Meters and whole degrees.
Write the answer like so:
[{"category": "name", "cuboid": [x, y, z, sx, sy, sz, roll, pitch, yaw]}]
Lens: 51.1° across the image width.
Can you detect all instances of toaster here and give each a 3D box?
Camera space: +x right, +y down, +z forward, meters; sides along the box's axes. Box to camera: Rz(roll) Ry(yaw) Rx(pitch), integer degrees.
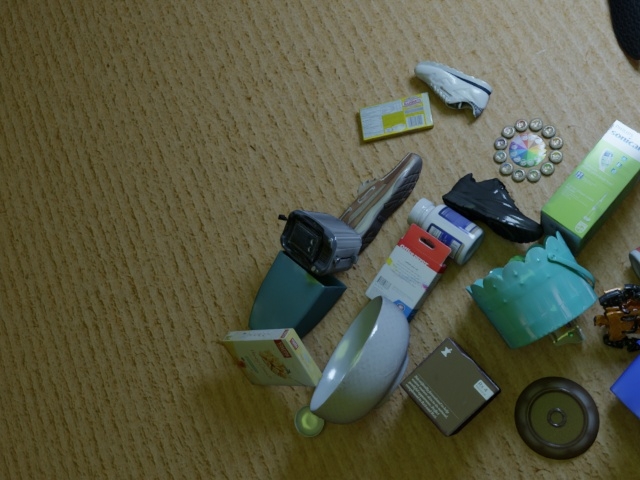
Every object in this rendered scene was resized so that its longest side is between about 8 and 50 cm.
[{"category": "toaster", "cuboid": [0.000, 0.000, 1.780, 0.227, 0.146, 0.129, 36, 112, 37]}]

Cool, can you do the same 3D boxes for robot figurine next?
[{"category": "robot figurine", "cuboid": [0.790, 0.165, 1.563, 0.290, 0.211, 0.085, -8, 36, 18]}]

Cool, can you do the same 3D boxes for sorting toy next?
[{"category": "sorting toy", "cuboid": [0.602, 0.225, 1.664, 0.075, 0.045, 0.083, -36, 96, 19]}]

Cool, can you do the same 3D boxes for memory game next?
[{"category": "memory game", "cuboid": [0.561, -0.246, 1.808, 0.186, 0.012, 0.186, -4, 76, 17]}]

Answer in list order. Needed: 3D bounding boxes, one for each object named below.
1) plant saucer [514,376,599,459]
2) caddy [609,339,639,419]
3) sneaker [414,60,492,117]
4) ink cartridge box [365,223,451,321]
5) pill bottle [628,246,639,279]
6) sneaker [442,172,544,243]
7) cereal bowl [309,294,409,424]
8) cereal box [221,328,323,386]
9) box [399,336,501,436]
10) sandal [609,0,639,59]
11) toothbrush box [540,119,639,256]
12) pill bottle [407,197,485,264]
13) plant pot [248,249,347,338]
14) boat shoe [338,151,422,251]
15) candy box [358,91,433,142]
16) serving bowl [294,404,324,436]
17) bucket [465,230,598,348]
[{"category": "plant saucer", "cuboid": [0.574, 0.431, 1.629, 0.198, 0.036, 0.199, -4, 77, 17]}, {"category": "caddy", "cuboid": [0.803, 0.370, 1.464, 0.179, 0.241, 0.341, -46, 66, 9]}, {"category": "sneaker", "cuboid": [0.359, -0.428, 1.879, 0.235, 0.090, 0.095, 28, 96, 22]}, {"category": "ink cartridge box", "cuboid": [0.239, 0.087, 1.772, 0.134, 0.078, 0.231, 37, 99, 21]}, {"category": "pill bottle", "cuboid": [0.854, 0.032, 1.600, 0.193, 0.108, 0.108, -27, 71, 9]}, {"category": "sneaker", "cuboid": [0.457, -0.094, 1.738, 0.286, 0.109, 0.130, 32, 79, 33]}, {"category": "cereal bowl", "cuboid": [0.118, 0.312, 1.658, 0.141, 0.339, 0.339, 32, 88, -2]}, {"category": "cereal box", "cuboid": [-0.129, 0.311, 1.767, 0.240, 0.173, 0.047, -9, 32, 40]}, {"category": "box", "cuboid": [0.322, 0.359, 1.634, 0.167, 0.203, 0.168, -44, 68, 4]}, {"category": "sandal", "cuboid": [0.832, -0.692, 1.761, 0.106, 0.167, 0.446, -6, 75, -2]}, {"category": "toothbrush box", "cuboid": [0.674, -0.120, 1.640, 0.122, 0.206, 0.283, 41, 92, 22]}, {"category": "pill bottle", "cuboid": [0.328, -0.030, 1.774, 0.186, 0.112, 0.112, 37, 89, 21]}, {"category": "plant pot", "cuboid": [-0.078, 0.173, 1.828, 0.165, 0.165, 0.234, 37, 101, 21]}, {"category": "boat shoe", "cuboid": [0.153, -0.122, 1.849, 0.116, 0.123, 0.324, 39, 89, 23]}, {"category": "candy box", "cuboid": [0.217, -0.354, 1.932, 0.205, 0.027, 0.105, -10, 72, 14]}, {"category": "serving bowl", "cuboid": [-0.026, 0.486, 1.803, 0.083, 0.027, 0.084, -4, 75, 17]}, {"category": "bucket", "cuboid": [0.506, 0.121, 1.601, 0.281, 0.281, 0.183, -33, 82, 7]}]
